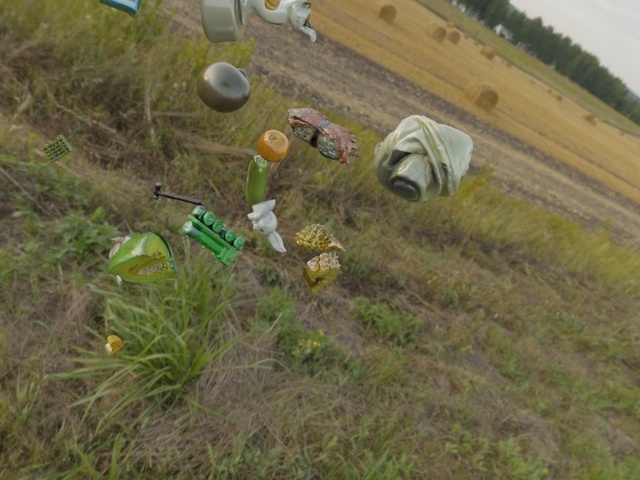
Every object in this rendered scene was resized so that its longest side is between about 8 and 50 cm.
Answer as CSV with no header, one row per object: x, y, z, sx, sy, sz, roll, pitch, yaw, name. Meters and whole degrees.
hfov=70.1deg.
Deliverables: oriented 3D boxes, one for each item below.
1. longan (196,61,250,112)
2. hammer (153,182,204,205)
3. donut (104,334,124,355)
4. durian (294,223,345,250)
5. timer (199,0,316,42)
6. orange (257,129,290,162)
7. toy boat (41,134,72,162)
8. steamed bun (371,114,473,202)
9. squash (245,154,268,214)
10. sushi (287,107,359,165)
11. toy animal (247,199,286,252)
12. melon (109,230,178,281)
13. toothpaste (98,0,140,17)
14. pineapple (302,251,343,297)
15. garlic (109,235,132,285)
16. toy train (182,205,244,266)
-0.327,-0.535,1.582,0.184,0.159,0.204,30,56,9,longan
-0.489,-0.149,1.576,0.178,0.065,0.021,15,35,-4,hammer
-0.667,0.332,1.458,0.067,0.083,0.038,-32,69,-9,donut
0.005,-0.011,1.630,0.224,0.079,0.140,16,14,34,durian
-0.140,-0.565,1.110,0.265,0.176,0.175,6,34,2,timer
-0.118,-0.236,1.141,0.083,0.084,0.084,23,33,-17,orange
-0.914,-0.317,1.582,0.063,0.114,0.016,62,30,-17,toy boat
0.351,-0.262,1.684,0.347,0.393,0.238,56,48,-26,steamed bun
-0.263,-0.222,1.863,0.094,0.341,0.095,6,51,-8,squash
0.008,-0.429,1.851,0.332,0.130,0.124,34,55,15,sushi
-0.217,-0.046,1.835,0.130,0.221,0.103,-21,17,-27,toy animal
-0.612,0.054,1.544,0.169,0.265,0.129,-14,69,2,melon
-0.317,-0.530,0.775,0.065,0.267,0.050,11,7,-27,toothpaste
0.013,0.102,1.528,0.135,0.233,0.080,-31,75,-18,pineapple
-0.694,0.068,1.627,0.127,0.131,0.194,-10,41,3,garlic
-0.358,-0.014,1.533,0.085,0.119,0.251,27,-12,40,toy train
